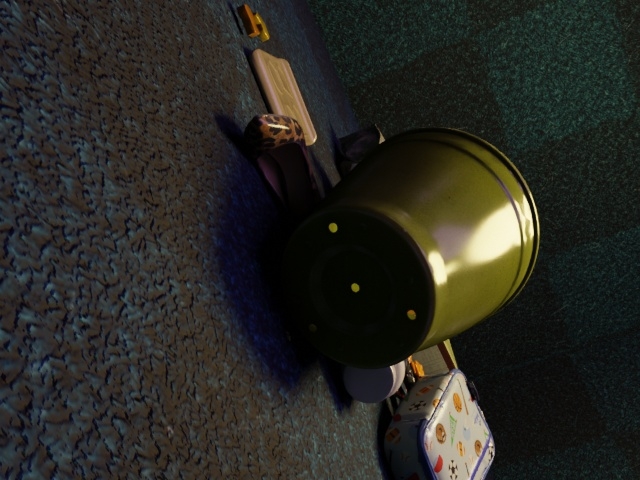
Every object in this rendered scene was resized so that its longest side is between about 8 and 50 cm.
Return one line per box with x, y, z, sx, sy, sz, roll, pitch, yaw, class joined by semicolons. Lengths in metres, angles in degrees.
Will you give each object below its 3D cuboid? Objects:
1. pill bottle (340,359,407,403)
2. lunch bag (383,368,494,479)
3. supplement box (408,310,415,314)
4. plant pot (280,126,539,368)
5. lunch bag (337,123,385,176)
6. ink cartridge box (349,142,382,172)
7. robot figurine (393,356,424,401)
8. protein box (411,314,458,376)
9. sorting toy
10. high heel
0.093;0.214;1.182;0.186;0.112;0.112;-26;96;-79;pill bottle
0.249;0.412;1.359;0.303;0.115;0.243;-34;101;-55;lunch bag
0.134;0.062;1.429;0.191;0.129;0.194;156;-84;-76;supplement box
0.123;0.027;1.072;0.353;0.366;0.367;-30;100;-58;plant pot
0.167;-0.200;2.162;0.287;0.168;0.235;-99;165;-62;lunch bag
0.146;-0.063;1.772;0.353;0.119;0.207;59;38;-46;ink cartridge box
0.221;0.400;1.543;0.211;0.085;0.291;46;27;-65;robot figurine
0.295;0.282;1.983;0.200;0.135;0.201;-99;164;-45;protein box
-0.101;-0.346;1.476;0.229;0.041;0.307;-40;109;-74;sorting toy
-0.048;-0.096;1.117;0.261;0.093;0.186;47;24;-75;high heel
